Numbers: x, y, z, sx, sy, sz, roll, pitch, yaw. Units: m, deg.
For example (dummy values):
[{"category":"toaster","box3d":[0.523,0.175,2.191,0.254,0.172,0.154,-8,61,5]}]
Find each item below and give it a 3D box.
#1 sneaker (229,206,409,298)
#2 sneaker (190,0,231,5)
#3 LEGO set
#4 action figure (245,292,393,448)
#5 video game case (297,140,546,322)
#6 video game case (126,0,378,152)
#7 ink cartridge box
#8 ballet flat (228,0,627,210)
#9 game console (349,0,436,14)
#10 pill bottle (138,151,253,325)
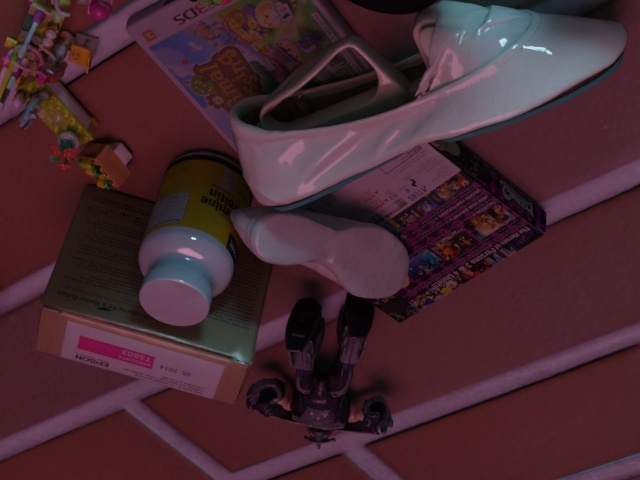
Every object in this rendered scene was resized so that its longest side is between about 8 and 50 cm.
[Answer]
[{"category":"sneaker","box3d":[0.000,0.000,1.451,0.212,0.094,0.080,20,95,-34]},{"category":"sneaker","box3d":[-0.199,-0.330,0.963,0.202,0.185,0.483,5,151,22]},{"category":"LEGO set","box3d":[-0.273,-0.143,1.387,0.132,0.107,0.287,8,136,3]},{"category":"action figure","box3d":[0.001,0.179,1.673,0.185,0.099,0.285,1,140,-2]},{"category":"video game case","box3d":[0.092,-0.022,1.483,0.210,0.042,0.232,36,131,-22]},{"category":"video game case","box3d":[-0.058,-0.181,1.365,0.193,0.023,0.212,-21,128,30]},{"category":"ink cartridge box","box3d":[-0.180,0.059,1.514,0.234,0.193,0.088,17,136,-5]},{"category":"ballet flat","box3d":[0.084,-0.148,1.281,0.400,0.139,0.139,-21,128,22]},{"category":"game console","box3d":[-0.001,-0.331,1.076,0.342,0.060,0.386,22,158,-13]},{"category":"pill bottle","box3d":[-0.137,-0.001,1.450,0.103,0.184,0.103,6,137,6]}]
